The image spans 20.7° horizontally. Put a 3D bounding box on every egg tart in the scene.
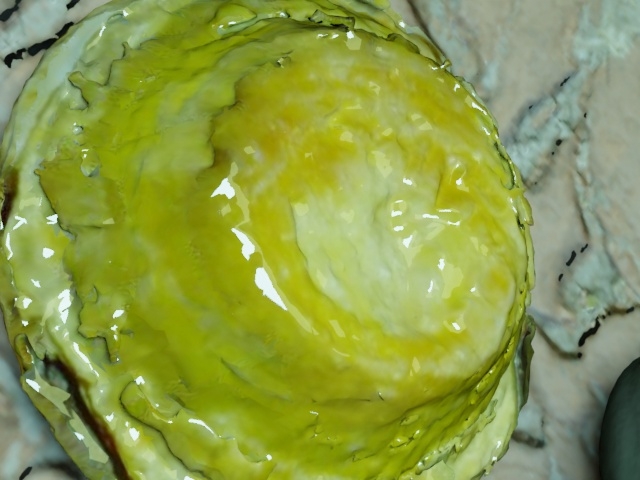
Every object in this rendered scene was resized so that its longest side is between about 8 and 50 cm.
[{"bbox_3d":[0.000,0.000,0.768,0.294,0.116,0.295,12,69,-32],"label":"egg tart"}]

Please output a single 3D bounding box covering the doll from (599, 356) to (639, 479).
[{"bbox_3d":[0.247,0.237,0.773,0.382,0.252,0.378,52,54,-15],"label":"doll"}]
